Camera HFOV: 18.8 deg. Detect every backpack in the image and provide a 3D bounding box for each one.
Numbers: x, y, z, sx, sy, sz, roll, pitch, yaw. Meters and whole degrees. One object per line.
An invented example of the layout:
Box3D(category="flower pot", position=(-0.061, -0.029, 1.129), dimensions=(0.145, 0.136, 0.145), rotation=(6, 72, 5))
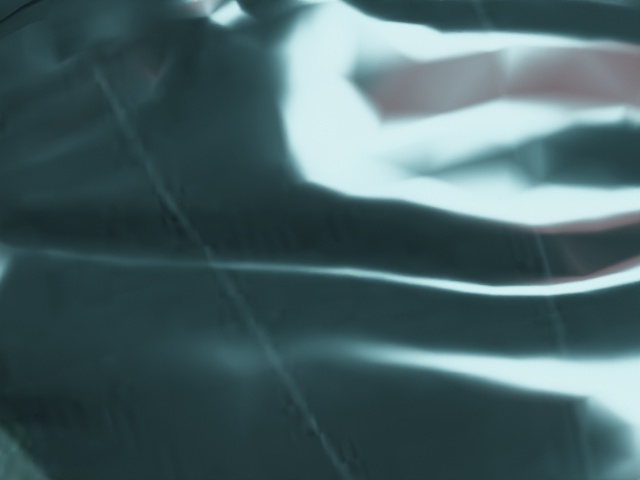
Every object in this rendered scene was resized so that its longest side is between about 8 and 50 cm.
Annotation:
Box3D(category="backpack", position=(0.000, 0.000, 0.548), dimensions=(0.363, 0.255, 0.445), rotation=(-17, 82, 0))
